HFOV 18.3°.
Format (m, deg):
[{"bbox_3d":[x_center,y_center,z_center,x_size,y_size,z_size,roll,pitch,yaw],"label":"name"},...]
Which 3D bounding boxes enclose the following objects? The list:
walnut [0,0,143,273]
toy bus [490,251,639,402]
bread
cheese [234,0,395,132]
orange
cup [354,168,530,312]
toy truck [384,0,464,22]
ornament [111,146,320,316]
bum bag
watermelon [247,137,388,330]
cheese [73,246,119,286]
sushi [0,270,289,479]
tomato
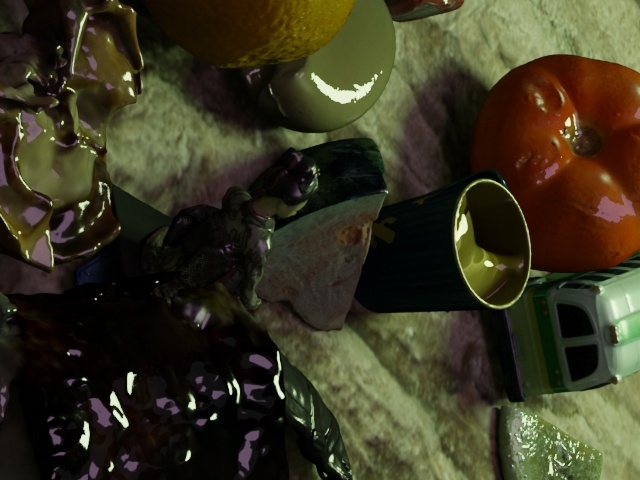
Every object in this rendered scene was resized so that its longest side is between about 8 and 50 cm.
[{"bbox_3d":[-0.244,-0.086,1.633,0.238,0.141,0.204,-50,132,-44],"label":"walnut"},{"bbox_3d":[0.328,0.089,2.252,0.276,0.164,0.134,-16,96,-49],"label":"toy bus"},{"bbox_3d":[0.260,0.265,2.236,0.193,0.036,0.112,31,61,-42],"label":"bread"},{"bbox_3d":[-0.006,-0.191,1.969,0.175,0.091,0.202,53,46,-26],"label":"cheese"},{"bbox_3d":[-0.069,-0.272,1.817,0.236,0.236,0.236,13,73,-48],"label":"orange"},{"bbox_3d":[0.123,-0.001,2.034,0.131,0.155,0.176,56,44,-26],"label":"cup"},{"bbox_3d":[0.069,-0.366,2.076,0.135,0.114,0.270,-10,90,-54],"label":"toy truck"},{"bbox_3d":[-0.062,-0.006,1.745,0.153,0.196,0.166,29,36,-41],"label":"ornament"},{"bbox_3d":[-0.019,0.170,1.890,0.198,0.049,0.087,55,19,-46],"label":"bum bag"},{"bbox_3d":[-0.015,-0.017,1.963,0.207,0.136,0.202,-73,180,-65],"label":"watermelon"},{"bbox_3d":[-0.122,0.155,1.766,0.320,0.083,0.204,61,31,-3],"label":"cheese"},{"bbox_3d":[-0.196,0.168,1.515,0.294,0.299,0.281,-3,70,-48],"label":"sushi"},{"bbox_3d":[0.280,-0.077,2.193,0.180,0.259,0.260,98,4,-65],"label":"tomato"}]
